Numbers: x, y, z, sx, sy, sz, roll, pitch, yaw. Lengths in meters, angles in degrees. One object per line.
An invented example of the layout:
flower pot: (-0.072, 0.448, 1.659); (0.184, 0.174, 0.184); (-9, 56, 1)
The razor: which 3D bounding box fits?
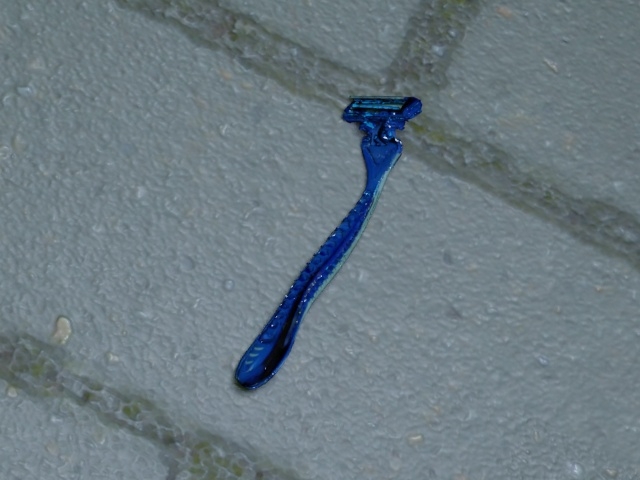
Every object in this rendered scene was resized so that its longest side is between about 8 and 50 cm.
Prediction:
razor: (0.008, 0.006, 1.901); (0.056, 0.093, 0.324); (40, 67, -35)
